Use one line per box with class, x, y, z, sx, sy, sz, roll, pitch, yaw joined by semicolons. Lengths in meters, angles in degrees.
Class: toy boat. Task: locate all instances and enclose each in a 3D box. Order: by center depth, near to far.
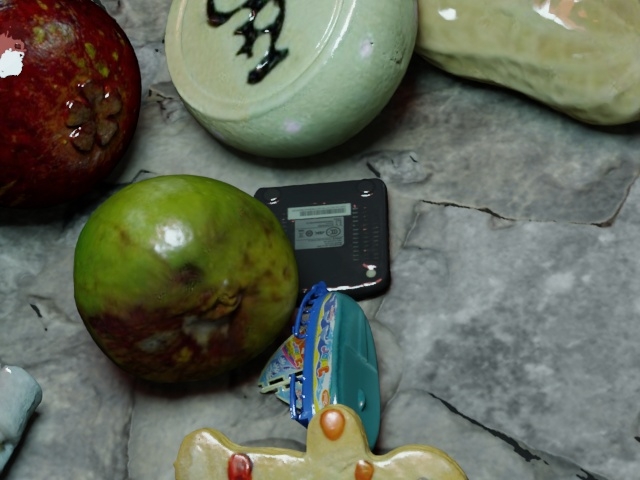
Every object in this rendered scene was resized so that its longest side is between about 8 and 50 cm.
toy boat;-0.010;0.108;1.198;0.110;0.091;0.175;-21;47;26

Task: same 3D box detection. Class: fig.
fig;-0.122;0.028;1.208;0.181;0.181;0.191;-43;40;-21

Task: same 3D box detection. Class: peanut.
peanut;0.191;-0.210;1.349;0.313;0.152;0.152;24;61;24

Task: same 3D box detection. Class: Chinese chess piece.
Chinese chess piece;-0.030;-0.200;1.333;0.250;0.101;0.250;-13;67;32

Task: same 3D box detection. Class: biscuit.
biscuit;0.001;0.204;1.103;0.234;0.030;0.153;-1;95;7

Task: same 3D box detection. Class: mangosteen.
mangosteen;-0.294;-0.139;1.328;0.257;0.215;0.215;14;56;37

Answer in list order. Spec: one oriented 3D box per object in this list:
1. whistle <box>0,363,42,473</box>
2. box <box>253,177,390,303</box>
whistle;-0.320;0.241;1.108;0.142;0.134;0.346;33;49;-10
box;0.000;0.000;1.295;0.126;0.027;0.125;-4;55;5
